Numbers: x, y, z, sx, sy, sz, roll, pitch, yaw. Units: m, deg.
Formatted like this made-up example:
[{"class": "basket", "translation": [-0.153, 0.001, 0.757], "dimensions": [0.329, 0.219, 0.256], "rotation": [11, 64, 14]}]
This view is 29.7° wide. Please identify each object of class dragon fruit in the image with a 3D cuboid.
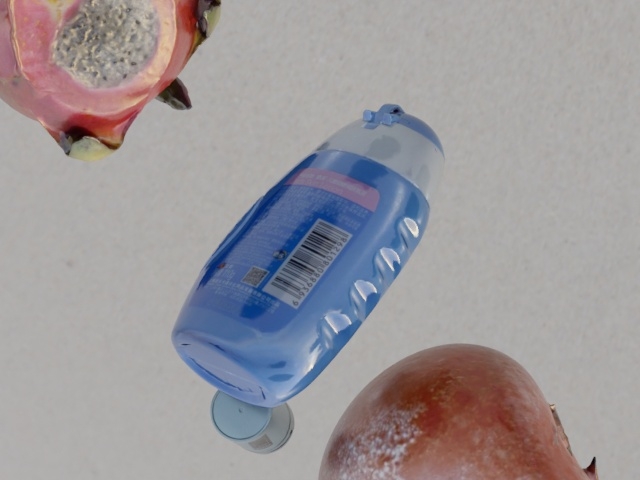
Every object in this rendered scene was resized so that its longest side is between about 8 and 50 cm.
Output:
[{"class": "dragon fruit", "translation": [-0.245, -0.235, 1.283], "dimensions": [0.189, 0.291, 0.290], "rotation": [50, 158, 42]}]

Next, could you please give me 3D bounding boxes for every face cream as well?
[{"class": "face cream", "translation": [0.000, 0.000, 0.918], "dimensions": [0.149, 0.264, 0.083], "rotation": [18, 149, 38]}]

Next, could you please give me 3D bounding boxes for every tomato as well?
[{"class": "tomato", "translation": [0.114, 0.224, 0.965], "dimensions": [0.227, 0.270, 0.270], "rotation": [-30, 123, 1]}]

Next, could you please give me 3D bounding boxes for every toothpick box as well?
[{"class": "toothpick box", "translation": [-0.054, 0.141, 0.964], "dimensions": [0.052, 0.052, 0.083], "rotation": [14, 167, 15]}]
